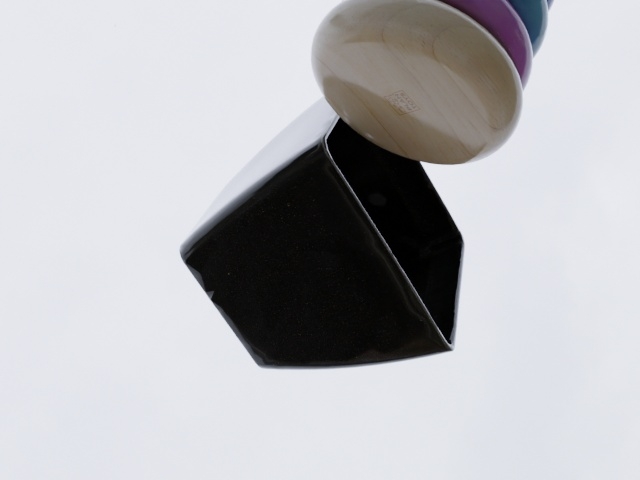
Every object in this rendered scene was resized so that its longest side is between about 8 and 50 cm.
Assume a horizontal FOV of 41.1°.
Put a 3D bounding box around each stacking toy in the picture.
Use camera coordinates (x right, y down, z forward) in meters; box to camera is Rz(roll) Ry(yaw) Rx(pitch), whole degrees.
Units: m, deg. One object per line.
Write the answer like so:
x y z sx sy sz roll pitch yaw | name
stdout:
0.121 -0.218 0.601 0.141 0.141 0.330 36 -115 -19 | stacking toy

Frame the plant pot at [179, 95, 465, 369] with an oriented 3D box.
0.000 0.000 0.705 0.167 0.187 0.188 -26 -71 24 | plant pot
